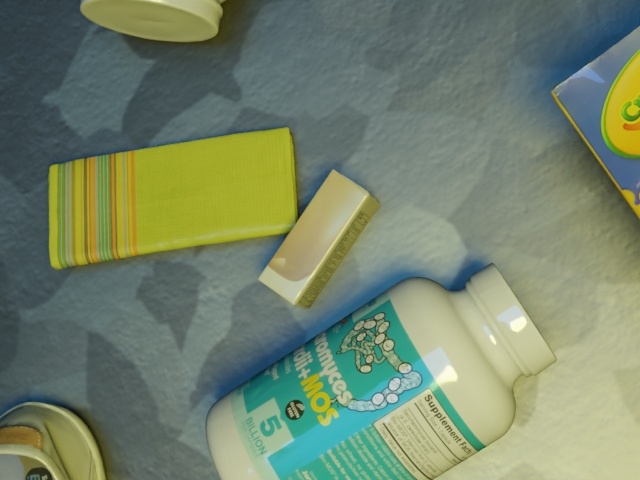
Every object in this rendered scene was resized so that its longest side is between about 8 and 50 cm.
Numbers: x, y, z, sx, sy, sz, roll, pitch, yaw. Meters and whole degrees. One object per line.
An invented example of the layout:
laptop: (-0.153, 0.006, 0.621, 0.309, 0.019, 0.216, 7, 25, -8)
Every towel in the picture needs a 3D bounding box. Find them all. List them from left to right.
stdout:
towel: (-0.136, -0.037, 0.950, 0.237, 0.021, 0.102, -8, 73, 12)

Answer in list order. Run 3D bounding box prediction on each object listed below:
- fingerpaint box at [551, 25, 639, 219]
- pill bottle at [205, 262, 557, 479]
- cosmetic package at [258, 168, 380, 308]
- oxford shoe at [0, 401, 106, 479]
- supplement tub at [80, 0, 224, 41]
fingerpaint box: (0.452, -0.085, 0.698, 0.444, 0.163, 0.371, -38, 79, 22)
pill bottle: (0.051, 0.126, 0.831, 0.264, 0.146, 0.146, -34, 77, 7)
cosmetic package: (0.000, 0.000, 0.902, 0.041, 0.060, 0.115, 34, 90, 15)
oxford shoe: (-0.233, 0.362, 0.879, 0.169, 0.130, 0.450, -13, 82, 10)
supplement tub: (-0.138, -0.290, 0.925, 0.144, 0.144, 0.200, 6, 85, 14)
